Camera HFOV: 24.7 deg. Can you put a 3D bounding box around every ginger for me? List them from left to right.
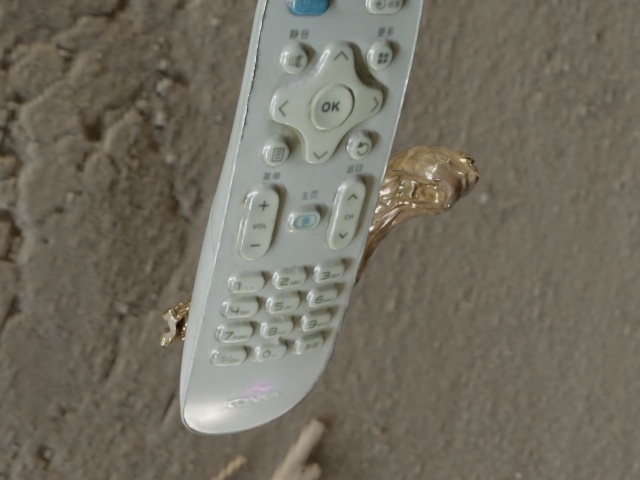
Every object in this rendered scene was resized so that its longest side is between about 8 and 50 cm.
[{"bbox_3d":[-0.002,0.001,1.150,0.122,0.290,0.084,15,47,-56],"label":"ginger"}]

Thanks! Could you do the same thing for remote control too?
[{"bbox_3d":[-0.016,-0.014,0.596,0.073,0.044,0.229,-6,125,-30],"label":"remote control"}]
